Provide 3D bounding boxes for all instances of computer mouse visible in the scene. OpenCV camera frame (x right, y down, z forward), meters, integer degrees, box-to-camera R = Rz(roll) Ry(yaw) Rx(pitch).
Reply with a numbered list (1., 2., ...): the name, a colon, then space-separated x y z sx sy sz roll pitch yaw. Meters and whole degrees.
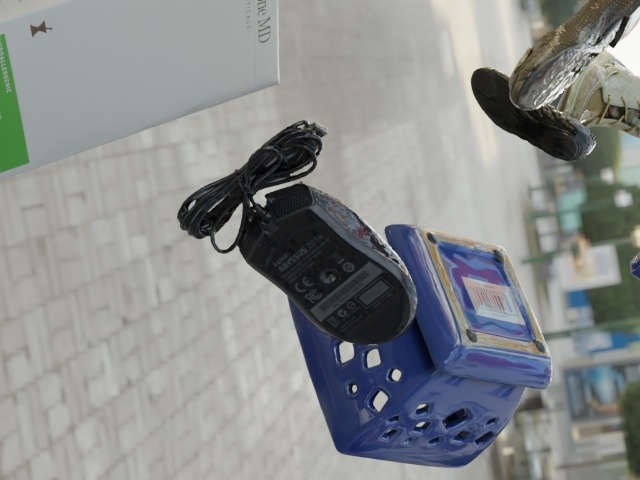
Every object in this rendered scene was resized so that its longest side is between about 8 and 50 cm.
1. computer mouse: 0.000 0.000 1.619 0.272 0.188 0.072 45 24 -21

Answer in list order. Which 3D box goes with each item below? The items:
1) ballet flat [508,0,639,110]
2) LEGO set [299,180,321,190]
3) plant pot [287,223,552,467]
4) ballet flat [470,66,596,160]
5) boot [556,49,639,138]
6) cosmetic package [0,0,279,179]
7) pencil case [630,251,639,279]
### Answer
1. ballet flat: 0.257 -0.207 1.555 0.250 0.058 0.084 -38 160 -39
2. LEGO set: -0.007 -0.039 1.748 0.023 0.054 0.083 -59 -173 15
3. plant pot: 0.132 0.120 1.838 0.236 0.212 0.236 13 46 -43
4. ballet flat: 0.246 -0.147 1.779 0.049 0.173 0.057 -20 143 -51
5. boot: 0.382 -0.154 1.869 0.213 0.165 0.077 -42 162 -56
6. cosmetic package: -0.231 -0.203 1.422 0.155 0.365 0.197 57 -20 36
7. pencil case: 0.445 0.076 1.466 0.306 0.133 0.119 44 13 9
